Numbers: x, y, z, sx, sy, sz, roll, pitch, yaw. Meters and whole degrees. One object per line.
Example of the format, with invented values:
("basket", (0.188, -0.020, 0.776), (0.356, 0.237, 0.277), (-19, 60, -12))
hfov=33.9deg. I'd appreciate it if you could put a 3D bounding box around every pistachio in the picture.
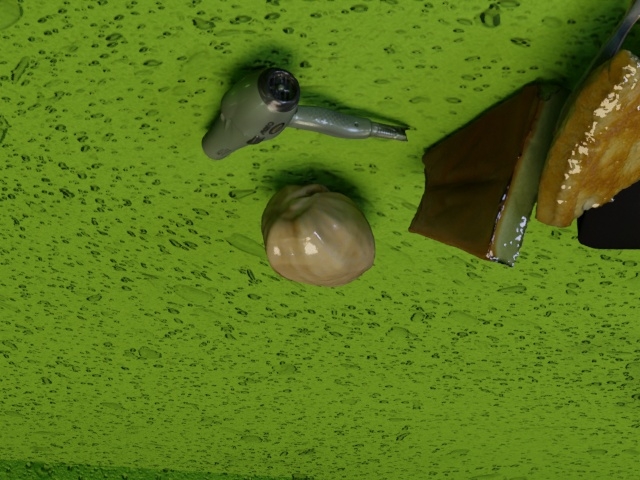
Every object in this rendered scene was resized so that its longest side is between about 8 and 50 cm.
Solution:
("pistachio", (0.000, 0.000, 1.602), (0.157, 0.157, 0.229), (-12, 157, 25))

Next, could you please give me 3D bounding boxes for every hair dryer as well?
("hair dryer", (-0.045, -0.146, 1.438), (0.267, 0.092, 0.229), (17, 157, -42))

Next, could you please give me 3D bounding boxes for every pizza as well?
("pizza", (0.392, -0.135, 1.315), (0.287, 0.075, 0.280), (-13, 141, -36))

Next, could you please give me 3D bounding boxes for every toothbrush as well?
("toothbrush", (0.346, -0.244, 1.198), (0.037, 0.028, 0.375), (35, 142, 8))

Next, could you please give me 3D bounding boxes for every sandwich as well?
("sandwich", (0.216, -0.106, 1.431), (0.063, 0.245, 0.212), (19, -178, -34))

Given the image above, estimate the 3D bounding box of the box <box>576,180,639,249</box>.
("box", (0.530, -0.066, 1.510), (0.289, 0.073, 0.289), (0, 153, 5))
